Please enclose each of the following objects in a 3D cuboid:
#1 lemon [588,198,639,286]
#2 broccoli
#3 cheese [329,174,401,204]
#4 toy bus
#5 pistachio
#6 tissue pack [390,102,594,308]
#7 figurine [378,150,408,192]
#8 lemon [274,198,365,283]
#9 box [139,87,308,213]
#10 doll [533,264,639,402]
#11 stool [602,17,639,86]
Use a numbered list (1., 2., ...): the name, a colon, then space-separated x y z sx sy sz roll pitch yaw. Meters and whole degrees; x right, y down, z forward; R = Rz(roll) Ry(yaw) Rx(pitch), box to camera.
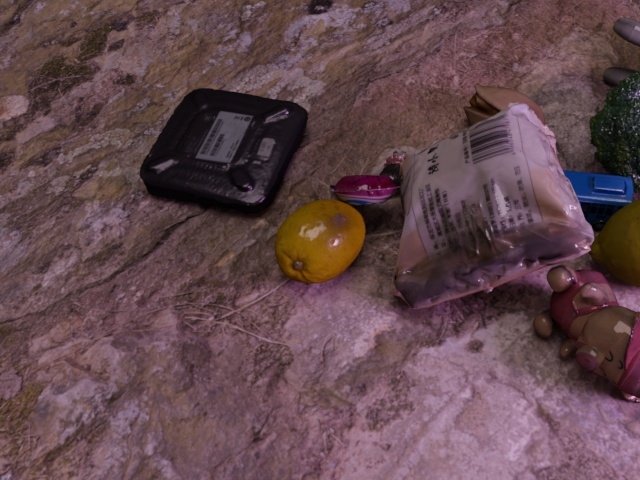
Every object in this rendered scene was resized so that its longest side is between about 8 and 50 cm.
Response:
1. lemon: 0.640 0.004 1.228 0.248 0.184 0.184 -9 51 19
2. broccoli: 0.717 -0.230 1.380 0.261 0.269 0.241 -17 13 22
3. cheese: 0.087 -0.113 1.411 0.155 0.062 0.244 -4 8 -15
4. toy bus: 0.561 -0.087 1.357 0.184 0.106 0.090 8 52 15
5. pistachio: 0.433 -0.292 1.523 0.143 0.144 0.215 -30 48 -13
6. tissue pack: 0.317 -0.073 1.293 0.389 0.195 0.376 -20 44 28
7. figurine: 0.166 -0.161 1.511 0.072 0.054 0.129 5 52 22
8. lemon: 0.000 0.000 1.346 0.170 0.170 0.207 27 46 26
9. box: -0.234 -0.234 1.608 0.350 0.091 0.359 11 57 17
10. doll: 0.499 0.162 1.130 0.152 0.196 0.256 -41 48 1
11. stool: 0.818 -0.450 1.540 0.195 0.195 0.198 -34 53 -17
